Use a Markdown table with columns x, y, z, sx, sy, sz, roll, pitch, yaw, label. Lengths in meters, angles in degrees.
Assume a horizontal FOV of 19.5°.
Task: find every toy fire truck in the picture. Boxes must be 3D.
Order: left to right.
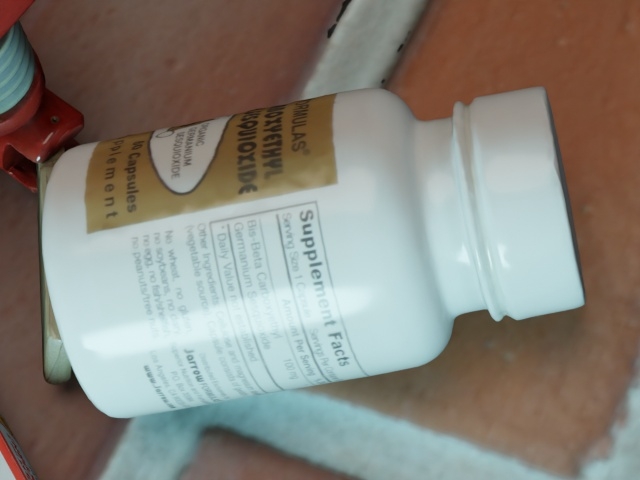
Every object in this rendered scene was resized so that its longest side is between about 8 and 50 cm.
| x | y | z | sx | sy | sz | roll | pitch | yaw | label |
| --- | --- | --- | --- | --- | --- | --- | --- | --- | --- |
| -0.178 | -0.073 | 0.912 | 0.246 | 0.217 | 0.158 | 35 | 74 | 14 | toy fire truck |

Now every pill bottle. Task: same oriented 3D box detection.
| x | y | z | sx | sy | sz | roll | pitch | yaw | label |
| --- | --- | --- | --- | --- | --- | --- | --- | --- | --- |
| 0.000 | 0.000 | 0.855 | 0.229 | 0.131 | 0.131 | -11 | 58 | 9 | pill bottle |

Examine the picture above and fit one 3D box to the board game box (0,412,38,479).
| x | y | z | sx | sy | sz | roll | pitch | yaw | label |
| --- | --- | --- | --- | --- | --- | --- | --- | --- | --- |
| -0.222 | 0.116 | 0.901 | 0.146 | 0.045 | 0.193 | -34 | 58 | -5 | board game box |
